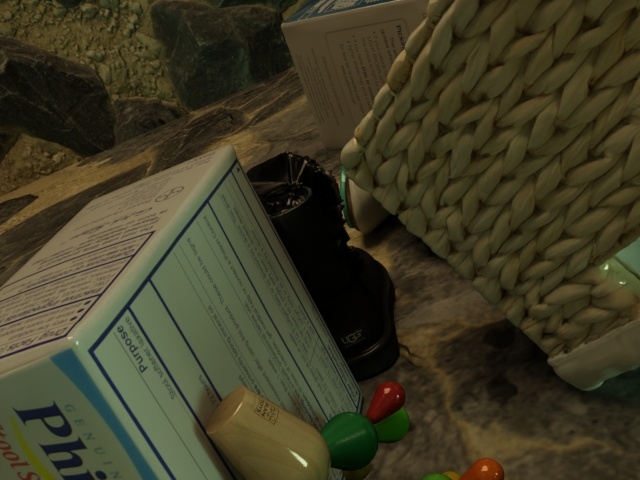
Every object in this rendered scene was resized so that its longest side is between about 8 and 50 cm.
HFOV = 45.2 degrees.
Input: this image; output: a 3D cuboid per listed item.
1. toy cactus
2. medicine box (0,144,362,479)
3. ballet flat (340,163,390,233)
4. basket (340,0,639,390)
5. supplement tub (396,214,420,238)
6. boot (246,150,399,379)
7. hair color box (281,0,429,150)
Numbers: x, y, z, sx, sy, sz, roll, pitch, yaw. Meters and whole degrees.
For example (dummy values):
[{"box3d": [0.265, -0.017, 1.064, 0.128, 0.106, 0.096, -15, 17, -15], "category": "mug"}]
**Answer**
[{"box3d": [0.014, 0.153, 0.448, 0.112, 0.180, 0.219, -34, 20, 39], "category": "toy cactus"}, {"box3d": [-0.102, 0.115, 0.555, 0.149, 0.263, 0.289, -19, 22, 20], "category": "medicine box"}, {"box3d": [0.111, -0.133, 1.111, 0.139, 0.139, 0.400, -20, 20, 16], "category": "ballet flat"}, {"box3d": [0.241, -0.132, 0.545, 0.331, 0.266, 0.328, -45, -6, -32], "category": "basket"}, {"box3d": [0.156, -0.041, 0.852, 0.106, 0.106, 0.198, -33, 21, -19], "category": "supplement tub"}, {"box3d": [0.000, 0.000, 0.789, 0.094, 0.207, 0.246, -24, 20, 6], "category": "boot"}, {"box3d": [0.145, -0.211, 0.871, 0.347, 0.173, 0.105, -1, 35, 33], "category": "hair color box"}]
